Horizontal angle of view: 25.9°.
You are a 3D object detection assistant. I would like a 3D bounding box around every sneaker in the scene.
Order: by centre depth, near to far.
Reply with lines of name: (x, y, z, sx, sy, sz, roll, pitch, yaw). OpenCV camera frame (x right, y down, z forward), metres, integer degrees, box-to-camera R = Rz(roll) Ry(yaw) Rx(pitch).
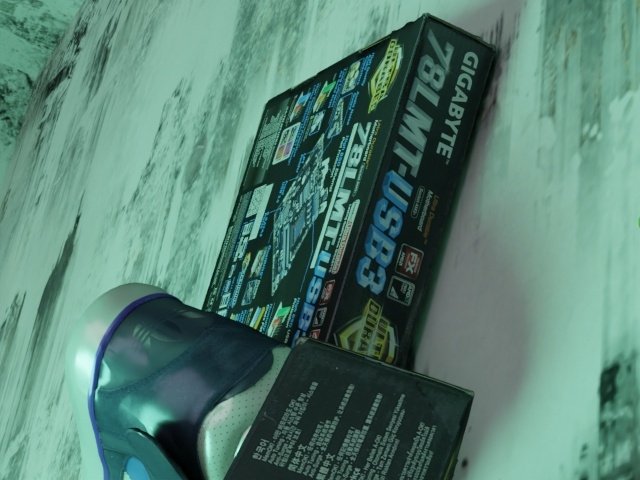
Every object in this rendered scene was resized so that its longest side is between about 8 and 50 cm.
sneaker: (-0.041, 0.188, 0.921, 0.130, 0.236, 0.323, -39, -40, -31)

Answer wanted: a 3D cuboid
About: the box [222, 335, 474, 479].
box: (-0.049, 0.284, 0.568, 0.395, 0.097, 0.318, -62, -14, -47)

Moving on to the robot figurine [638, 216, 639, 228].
robot figurine: (0.190, -0.003, 0.616, 0.101, 0.067, 0.115, -60, 21, -1)

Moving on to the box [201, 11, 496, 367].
box: (0.000, 0.000, 1.082, 0.293, 0.073, 0.296, -17, 54, 63)
